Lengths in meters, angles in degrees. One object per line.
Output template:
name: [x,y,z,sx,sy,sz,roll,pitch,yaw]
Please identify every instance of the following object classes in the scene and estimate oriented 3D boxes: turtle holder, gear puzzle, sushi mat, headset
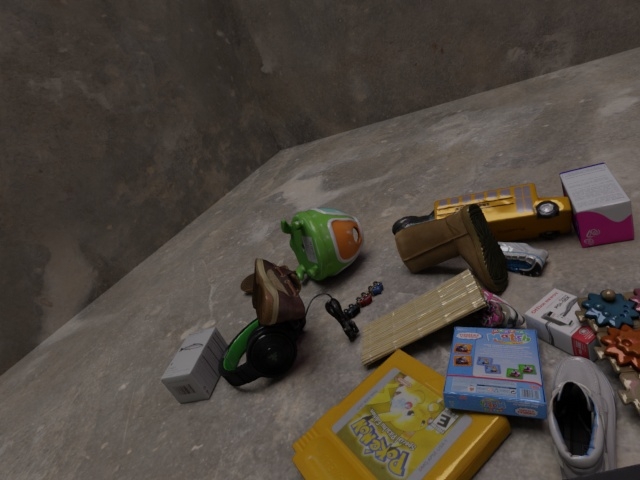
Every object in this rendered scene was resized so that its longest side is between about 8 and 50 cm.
turtle holder: [0.009,0.014,1.399,0.227,0.244,0.320,-19,-19,-20]
gear puzzle: [0.546,0.198,0.630,0.175,0.044,0.339,-9,40,11]
sushi mat: [0.232,0.180,0.968,0.316,0.019,0.151,-33,16,17]
headset: [-0.099,0.271,1.112,0.394,0.185,0.243,-33,17,22]

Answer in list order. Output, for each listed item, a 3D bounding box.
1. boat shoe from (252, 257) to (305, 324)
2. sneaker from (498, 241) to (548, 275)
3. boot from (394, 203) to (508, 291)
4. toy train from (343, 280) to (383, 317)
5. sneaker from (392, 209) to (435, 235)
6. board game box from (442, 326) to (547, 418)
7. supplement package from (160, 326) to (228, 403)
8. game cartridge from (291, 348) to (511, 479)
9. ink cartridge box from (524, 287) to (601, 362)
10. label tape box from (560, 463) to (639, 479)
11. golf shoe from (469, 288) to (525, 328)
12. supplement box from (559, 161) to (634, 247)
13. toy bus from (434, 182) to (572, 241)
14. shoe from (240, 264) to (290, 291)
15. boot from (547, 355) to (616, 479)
boat shoe: [-0.112,0.130,1.082,0.123,0.124,0.342,4,8,-15]
sneaker: [0.491,0.034,1.057,0.082,0.072,0.190,-33,33,-29]
boot: [0.343,0.044,1.100,0.089,0.236,0.269,-10,-12,-35]
toy train: [0.128,0.168,1.173,0.158,0.027,0.036,-39,31,-25]
sneaker: [0.369,-0.042,1.307,0.267,0.101,0.106,-21,47,9]
board game box: [0.326,0.236,0.768,0.160,0.039,0.211,-3,21,25]
supplement package: [-0.350,0.354,1.171,0.105,0.105,0.179,-17,26,20]
game cartridge: [0.128,0.369,0.753,0.323,0.053,0.285,-34,26,-21]
ink cartridge box: [0.492,0.162,0.802,0.099,0.056,0.135,-34,26,-15]
label tape box: [0.353,0.391,0.431,0.333,0.106,0.241,-20,25,12]
golf shoe: [0.383,0.154,0.934,0.085,0.068,0.186,11,12,-11]
supplement box: [0.698,-0.095,1.042,0.113,0.111,0.220,-14,27,25]
toy bus: [0.493,-0.067,1.127,0.332,0.108,0.130,-9,51,25]
shoe: [-0.197,0.151,1.494,0.218,0.058,0.077,-18,45,25]
boot: [0.403,0.252,0.630,0.095,0.124,0.258,-10,29,30]
